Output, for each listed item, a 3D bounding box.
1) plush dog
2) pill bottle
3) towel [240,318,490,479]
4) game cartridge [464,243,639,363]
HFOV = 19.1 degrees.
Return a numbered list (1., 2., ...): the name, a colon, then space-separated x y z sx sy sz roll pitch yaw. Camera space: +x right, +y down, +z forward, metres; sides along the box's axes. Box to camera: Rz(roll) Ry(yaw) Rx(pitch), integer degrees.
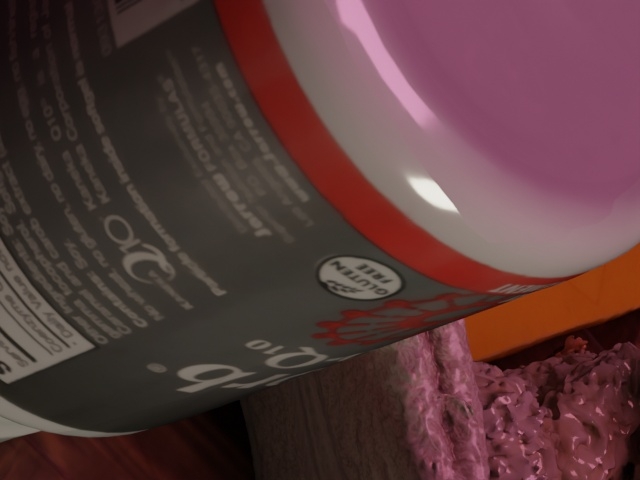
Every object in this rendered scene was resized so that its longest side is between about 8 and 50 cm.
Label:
1. plush dog: 0.186 0.127 0.962 0.210 0.225 0.262 -56 133 -45
2. pill bottle: -0.053 -0.042 0.730 0.210 0.363 0.210 19 61 -38
3. towel: 0.000 0.000 0.891 0.049 0.187 0.282 -6 78 -24
4. game cartridge: 0.097 -0.098 1.126 0.285 0.052 0.324 -14 85 -46
